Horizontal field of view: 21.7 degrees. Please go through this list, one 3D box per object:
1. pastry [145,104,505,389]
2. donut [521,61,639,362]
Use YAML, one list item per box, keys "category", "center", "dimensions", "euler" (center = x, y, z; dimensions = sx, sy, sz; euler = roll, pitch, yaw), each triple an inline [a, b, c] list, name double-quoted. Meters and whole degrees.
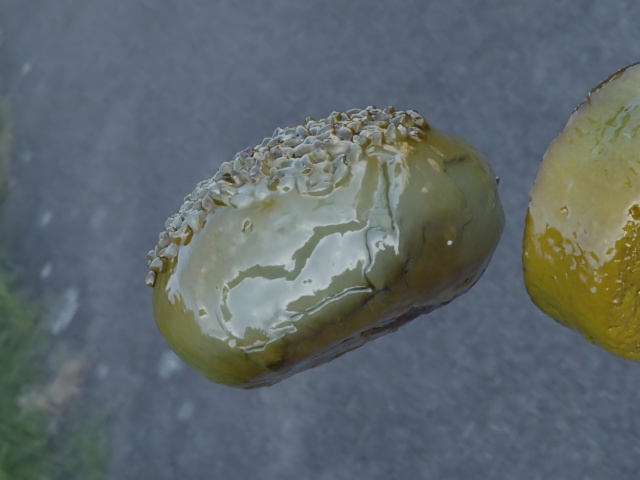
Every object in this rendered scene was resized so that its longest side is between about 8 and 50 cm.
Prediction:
- category: "pastry"
  center: [0.000, 0.000, 1.845]
  dimensions: [0.409, 0.409, 0.245]
  euler: [-31, 81, 35]
- category: "donut"
  center: [0.304, -0.016, 1.418]
  dimensions: [0.277, 0.277, 0.108]
  euler: [-52, 43, 8]
